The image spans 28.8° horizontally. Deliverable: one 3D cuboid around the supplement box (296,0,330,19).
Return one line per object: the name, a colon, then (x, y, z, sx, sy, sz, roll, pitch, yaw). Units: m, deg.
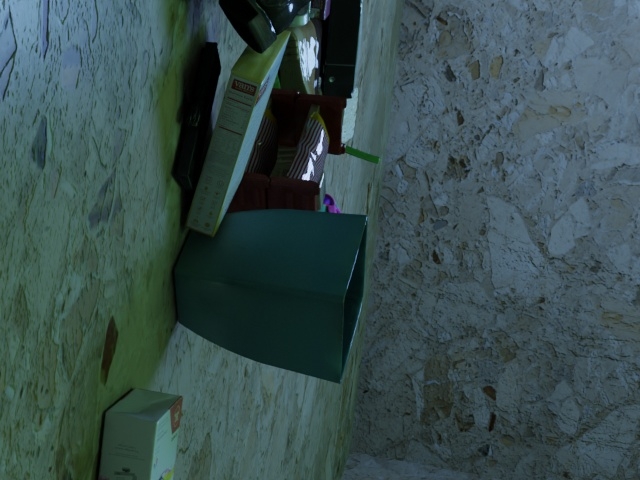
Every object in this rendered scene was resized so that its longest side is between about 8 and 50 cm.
supplement box: (-0.027, -0.387, 1.982, 0.043, 0.083, 0.055, -64, 162, -63)

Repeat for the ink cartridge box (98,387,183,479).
ink cartridge box: (-0.217, 0.287, 1.473, 0.115, 0.067, 0.198, -43, 142, -78)

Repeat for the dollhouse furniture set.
dollhouse furniture set: (-0.052, -0.040, 1.951, 0.374, 0.152, 0.201, 89, 13, -51)

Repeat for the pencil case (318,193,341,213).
pencil case: (0.000, 0.000, 2.557, 0.236, 0.104, 0.104, 83, 18, -60)

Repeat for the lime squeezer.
lime squeezer: (-0.031, -0.220, 1.967, 0.110, 0.310, 0.059, -40, -161, -17)

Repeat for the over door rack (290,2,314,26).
over door rack: (-0.060, -0.446, 1.687, 0.324, 0.108, 0.240, -97, -169, -64)

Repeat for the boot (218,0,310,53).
boot: (-0.031, -0.366, 1.478, 0.229, 0.091, 0.263, -41, 150, -10)

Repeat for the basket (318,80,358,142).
basket: (0.006, -0.236, 2.313, 0.167, 0.103, 0.113, -44, 142, -75)

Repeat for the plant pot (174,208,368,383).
plant pot: (-0.068, 0.061, 1.665, 0.165, 0.234, 0.166, -72, 167, -46)

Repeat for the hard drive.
hard drive: (0.034, -0.450, 2.198, 0.237, 0.064, 0.339, -101, -168, -60)

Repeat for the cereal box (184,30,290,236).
cereal box: (-0.108, -0.146, 1.623, 0.173, 0.047, 0.240, -70, 180, -58)

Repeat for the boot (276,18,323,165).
boot: (-0.028, -0.263, 2.088, 0.207, 0.090, 0.249, -57, 151, -66)

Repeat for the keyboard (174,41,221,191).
keyboard: (-0.156, -0.160, 1.571, 0.108, 0.023, 0.180, 93, 7, -76)
